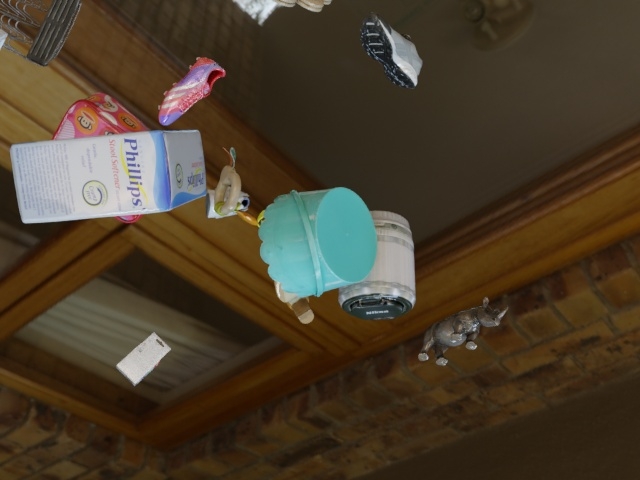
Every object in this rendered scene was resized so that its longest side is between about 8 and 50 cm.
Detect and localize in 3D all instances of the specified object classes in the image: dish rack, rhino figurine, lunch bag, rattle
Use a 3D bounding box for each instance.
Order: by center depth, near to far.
[{"bbox_3d":[-0.625,-0.484,1.373,0.271,0.074,0.208,27,-87,20],"label":"dish rack"},{"bbox_3d":[0.340,0.207,1.578,0.243,0.073,0.106,-36,-161,32],"label":"rhino figurine"},{"bbox_3d":[-0.525,-0.192,1.664,0.258,0.293,0.120,-49,-173,26],"label":"lunch bag"},{"bbox_3d":[-0.229,-0.161,1.935,0.130,0.142,0.200,135,-38,-62],"label":"rattle"}]

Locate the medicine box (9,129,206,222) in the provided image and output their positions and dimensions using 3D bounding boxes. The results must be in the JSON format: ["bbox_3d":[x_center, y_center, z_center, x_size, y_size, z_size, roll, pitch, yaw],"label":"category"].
[{"bbox_3d":[-0.399,-0.133,1.310,0.289,0.149,0.263,-5,-171,5],"label":"medicine box"}]

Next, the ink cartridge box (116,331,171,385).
[{"bbox_3d":[-0.413,0.277,1.561,0.115,0.063,0.029,-44,174,-28],"label":"ink cartridge box"}]

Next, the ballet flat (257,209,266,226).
[{"bbox_3d":[-0.093,-0.059,2.073,0.231,0.077,0.077,1,-158,19],"label":"ballet flat"}]

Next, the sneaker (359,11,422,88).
[{"bbox_3d":[0.199,-0.538,1.843,0.100,0.271,0.108,16,-106,40],"label":"sneaker"}]

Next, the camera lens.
[{"bbox_3d":[0.162,0.079,1.924,0.219,0.219,0.274,-20,-123,37],"label":"camera lens"}]

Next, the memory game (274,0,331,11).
[{"bbox_3d":[-0.069,-0.304,0.717,0.012,0.186,0.186,-58,-152,35],"label":"memory game"}]

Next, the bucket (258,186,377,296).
[{"bbox_3d":[0.000,0.000,1.678,0.183,0.281,0.281,-12,-129,40],"label":"bucket"}]

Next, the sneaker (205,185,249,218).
[{"bbox_3d":[-0.288,-0.119,2.150,0.297,0.129,0.111,-86,176,-80],"label":"sneaker"}]

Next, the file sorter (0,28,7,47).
[{"bbox_3d":[-0.666,-0.247,1.042,0.277,0.173,0.193,-45,-162,27],"label":"file sorter"}]

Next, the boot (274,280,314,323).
[{"bbox_3d":[-0.114,0.119,2.161,0.104,0.295,0.211,-27,-138,-7],"label":"boot"}]

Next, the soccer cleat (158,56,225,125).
[{"bbox_3d":[-0.379,-0.431,1.950,0.095,0.083,0.248,28,-108,15],"label":"soccer cleat"}]
